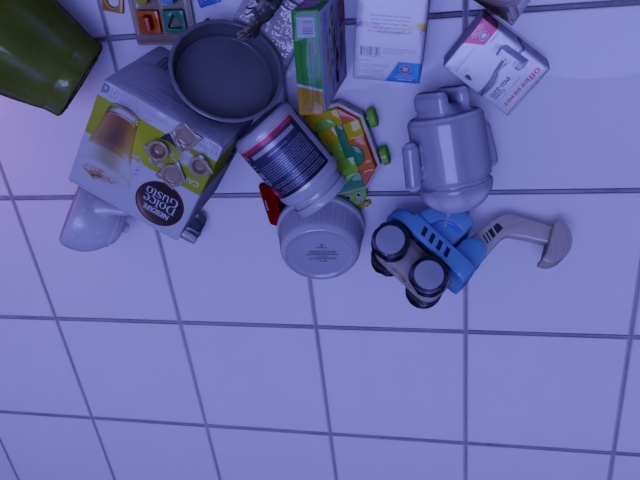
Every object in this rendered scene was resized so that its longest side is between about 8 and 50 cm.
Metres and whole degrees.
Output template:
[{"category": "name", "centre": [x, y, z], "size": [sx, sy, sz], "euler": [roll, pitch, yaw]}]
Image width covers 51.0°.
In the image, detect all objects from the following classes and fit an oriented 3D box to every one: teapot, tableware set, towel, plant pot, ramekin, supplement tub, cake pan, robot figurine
[{"category": "teapot", "centre": [-0.697, -0.065, 2.114], "size": [0.187, 0.256, 0.253], "euler": [21, 108, -23]}, {"category": "tableware set", "centre": [-0.353, -0.205, 1.664], "size": [0.168, 0.020, 0.141], "euler": [-20, 115, 21]}, {"category": "towel", "centre": [-0.156, -0.532, 1.811], "size": [0.187, 0.049, 0.282], "euler": [28, 122, -3]}, {"category": "plant pot", "centre": [-0.803, -0.529, 1.813], "size": [0.352, 0.367, 0.366], "euler": [32, 122, -21]}, {"category": "ramekin", "centre": [0.000, 0.000, 1.997], "size": [0.272, 0.127, 0.273], "euler": [1, 135, 1]}, {"category": "supplement tub", "centre": [-0.078, -0.217, 1.812], "size": [0.191, 0.191, 0.272], "euler": [-32, 108, 27]}, {"category": "cake pan", "centre": [-0.244, -0.427, 1.726], "size": [0.293, 0.293, 0.054], "euler": [31, 157, -6]}, {"category": "robot figurine", "centre": [0.344, -0.223, 1.769], "size": [0.299, 0.199, 0.354], "euler": [-17, 106, -21]}]

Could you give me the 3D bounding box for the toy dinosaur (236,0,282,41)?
[{"category": "toy dinosaur", "centre": [-0.136, -0.629, 1.698], "size": [0.268, 0.064, 0.118], "euler": [-42, 106, 15]}]

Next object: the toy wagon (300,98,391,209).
[{"category": "toy wagon", "centre": [0.064, -0.229, 1.926], "size": [0.267, 0.068, 0.345], "euler": [-13, 116, 20]}]

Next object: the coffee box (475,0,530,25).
[{"category": "coffee box", "centre": [0.376, -0.665, 1.571], "size": [0.297, 0.119, 0.168], "euler": [31, 123, -6]}]

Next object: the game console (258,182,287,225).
[{"category": "game console", "centre": [-0.106, -0.120, 2.060], "size": [0.124, 0.085, 0.144], "euler": [12, 127, 43]}]

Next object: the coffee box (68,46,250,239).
[{"category": "coffee box", "centre": [-0.424, -0.271, 1.852], "size": [0.337, 0.338, 0.334], "euler": [30, 122, -5]}]

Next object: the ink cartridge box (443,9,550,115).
[{"category": "ink cartridge box", "centre": [0.444, -0.448, 1.700], "size": [0.217, 0.092, 0.159], "euler": [33, 121, -10]}]

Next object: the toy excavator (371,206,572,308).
[{"category": "toy excavator", "centre": [0.418, 0.009, 1.897], "size": [0.445, 0.222, 0.433], "euler": [-44, 74, -9]}]

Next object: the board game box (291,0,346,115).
[{"category": "board game box", "centre": [0.004, -0.475, 1.650], "size": [0.064, 0.317, 0.242], "euler": [3, 120, 12]}]

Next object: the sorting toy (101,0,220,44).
[{"category": "sorting toy", "centre": [-0.440, -0.628, 1.819], "size": [0.347, 0.047, 0.196], "euler": [3, 120, 12]}]

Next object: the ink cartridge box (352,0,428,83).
[{"category": "ink cartridge box", "centre": [0.179, -0.532, 1.664], "size": [0.171, 0.168, 0.233], "euler": [8, 121, 8]}]

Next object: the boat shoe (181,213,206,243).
[{"category": "boat shoe", "centre": [-0.508, -0.111, 2.127], "size": [0.319, 0.116, 0.099], "euler": [32, 77, 2]}]
